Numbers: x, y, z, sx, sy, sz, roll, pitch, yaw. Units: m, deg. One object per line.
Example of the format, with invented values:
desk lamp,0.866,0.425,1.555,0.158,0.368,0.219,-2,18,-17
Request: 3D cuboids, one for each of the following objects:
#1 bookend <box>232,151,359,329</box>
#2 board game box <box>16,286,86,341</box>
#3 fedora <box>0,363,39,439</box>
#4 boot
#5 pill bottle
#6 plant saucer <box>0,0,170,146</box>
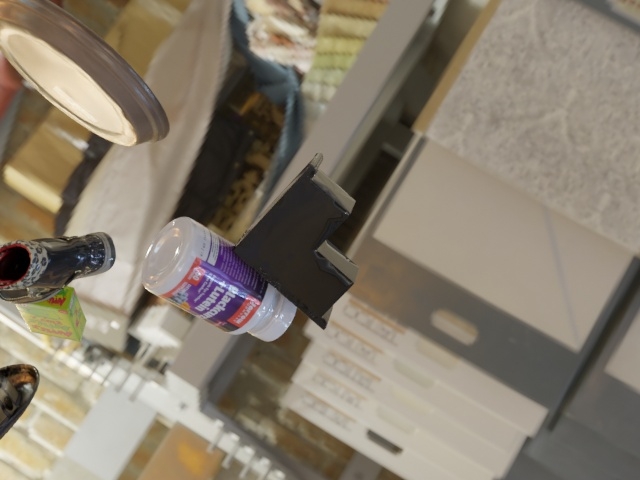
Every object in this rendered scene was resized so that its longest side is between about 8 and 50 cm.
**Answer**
bookend,0.000,0.000,1.419,0.156,0.157,0.072,41,-161,-6
board game box,-0.459,0.120,1.900,0.092,0.043,0.181,11,158,0
fedora,-0.553,0.228,1.532,0.334,0.334,0.153,-2,122,59
boot,-0.449,0.044,1.682,0.236,0.085,0.178,-19,173,29
pill bottle,-0.127,0.058,1.457,0.193,0.108,0.108,32,164,-32
plant saucer,-0.312,-0.209,1.408,0.278,0.041,0.278,32,164,11
